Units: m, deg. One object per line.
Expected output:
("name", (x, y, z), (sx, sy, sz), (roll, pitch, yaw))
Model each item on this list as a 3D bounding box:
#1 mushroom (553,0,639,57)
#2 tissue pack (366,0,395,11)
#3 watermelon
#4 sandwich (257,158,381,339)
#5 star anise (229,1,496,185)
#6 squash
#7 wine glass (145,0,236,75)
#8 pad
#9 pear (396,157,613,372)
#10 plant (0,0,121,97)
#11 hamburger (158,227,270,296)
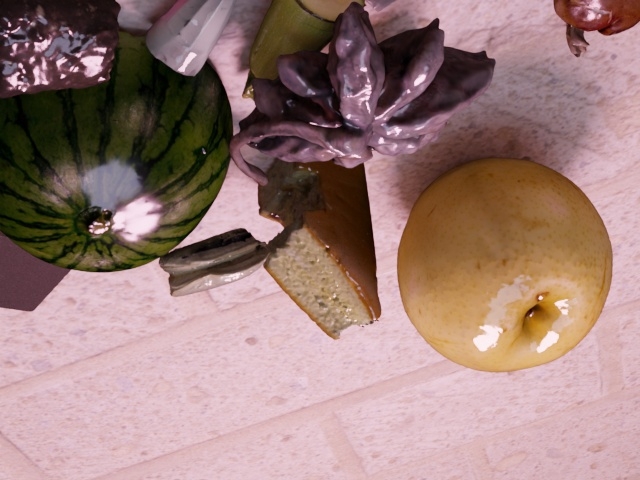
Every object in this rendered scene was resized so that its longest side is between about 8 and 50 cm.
("mushroom", (0.340, -0.295, 1.332), (0.135, 0.080, 0.171), (6, 135, -12))
("tissue pack", (0.062, -0.335, 1.216), (0.122, 0.026, 0.193), (-33, 138, 21))
("watermelon", (-0.247, -0.069, 1.315), (0.330, 0.190, 0.331), (-8, 147, -5))
("sandwich", (0.000, 0.000, 1.447), (0.128, 0.236, 0.122), (11, 146, -34))
("star anise", (0.040, -0.139, 1.239), (0.315, 0.139, 0.359), (-4, 161, 4))
("squash", (-0.038, -0.226, 1.261), (0.094, 0.094, 0.224), (6, 151, -27))
("wine glass", (-0.121, -0.260, 1.213), (0.073, 0.073, 0.155), (20, 126, -38))
("pad", (-0.419, 0.047, 1.492), (0.142, 0.003, 0.211), (12, 148, -32))
("pear", (0.249, 0.026, 1.535), (0.309, 0.309, 0.309), (-10, 142, -8))
("plant", (-0.307, -0.222, 1.130), (0.194, 0.132, 0.129), (1, 132, -19))
("hamburger", (-0.135, 0.025, 1.402), (0.140, 0.063, 0.133), (-20, -175, 8))
